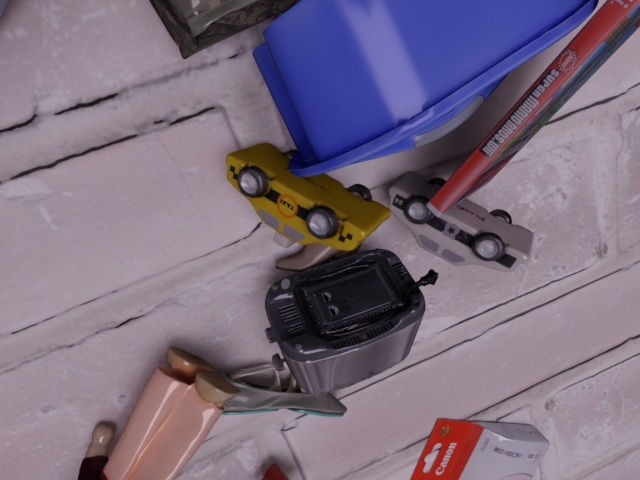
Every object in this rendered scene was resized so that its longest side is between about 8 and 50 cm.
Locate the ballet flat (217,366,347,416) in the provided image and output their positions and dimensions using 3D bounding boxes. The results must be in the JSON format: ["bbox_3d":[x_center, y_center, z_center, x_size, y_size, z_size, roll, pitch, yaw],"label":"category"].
[{"bbox_3d":[-0.053,0.224,0.658,0.213,0.072,0.068,10,76,-22],"label":"ballet flat"}]

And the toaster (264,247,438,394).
[{"bbox_3d":[0.041,0.109,0.590,0.227,0.129,0.146,-19,141,-13],"label":"toaster"}]

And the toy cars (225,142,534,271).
[{"bbox_3d":[0.075,-0.024,0.552,0.394,0.176,0.087,8,125,-18],"label":"toy cars"}]

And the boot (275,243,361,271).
[{"bbox_3d":[0.000,0.000,0.606,0.119,0.042,0.086,2,103,-18],"label":"boot"}]

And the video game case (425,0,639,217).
[{"bbox_3d":[0.249,-0.153,0.492,0.025,0.204,0.285,46,128,13],"label":"video game case"}]

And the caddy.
[{"bbox_3d":[0.096,-0.190,0.452,0.341,0.241,0.179,-33,109,-3],"label":"caddy"}]

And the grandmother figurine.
[{"bbox_3d":[-0.248,0.310,0.560,0.104,0.208,0.342,41,76,-42],"label":"grandmother figurine"}]

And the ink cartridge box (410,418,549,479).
[{"bbox_3d":[0.301,0.439,0.846,0.233,0.066,0.188,11,106,-24],"label":"ink cartridge box"}]

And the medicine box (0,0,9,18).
[{"bbox_3d":[-0.316,-0.199,0.251,0.289,0.263,0.149,-21,122,39],"label":"medicine box"}]

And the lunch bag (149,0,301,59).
[{"bbox_3d":[-0.054,-0.339,0.395,0.287,0.169,0.235,-32,112,-11],"label":"lunch bag"}]

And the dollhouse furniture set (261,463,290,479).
[{"bbox_3d":[-0.171,0.476,0.694,0.374,0.152,0.201,-26,115,-25],"label":"dollhouse furniture set"}]
